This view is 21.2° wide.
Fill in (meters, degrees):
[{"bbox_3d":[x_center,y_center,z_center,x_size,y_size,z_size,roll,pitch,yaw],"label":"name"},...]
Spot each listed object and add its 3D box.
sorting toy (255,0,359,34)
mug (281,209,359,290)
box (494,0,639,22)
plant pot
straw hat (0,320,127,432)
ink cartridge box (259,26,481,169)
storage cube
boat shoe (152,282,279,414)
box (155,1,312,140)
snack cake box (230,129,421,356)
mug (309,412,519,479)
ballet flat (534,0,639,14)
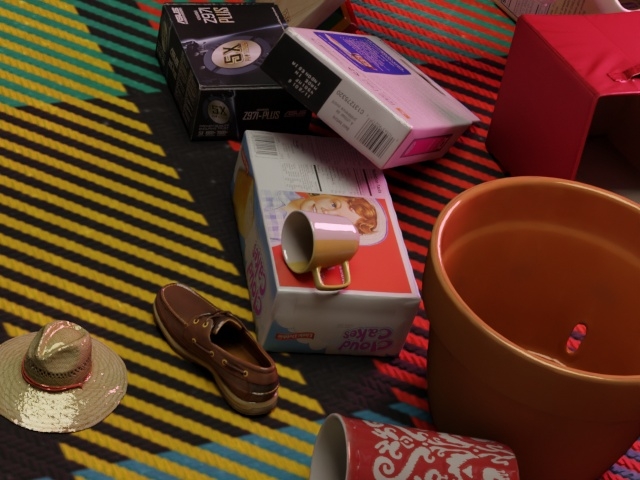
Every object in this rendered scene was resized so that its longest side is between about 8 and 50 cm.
[{"bbox_3d":[0.030,-0.387,2.193,0.089,0.257,0.255,29,32,-39],"label":"sorting toy"},{"bbox_3d":[0.003,0.008,1.698,0.064,0.078,0.062,-2,9,-34],"label":"mug"},{"bbox_3d":[0.398,-0.318,2.311,0.213,0.117,0.243,-14,48,-32],"label":"box"},{"bbox_3d":[0.224,0.105,1.664,0.291,0.203,0.291,9,38,-7],"label":"plant pot"},{"bbox_3d":[-0.248,0.110,1.618,0.144,0.061,0.144,10,39,-8],"label":"straw hat"},{"bbox_3d":[0.068,-0.167,1.962,0.176,0.069,0.371,40,17,10],"label":"ink cartridge box"},{"bbox_3d":[0.331,-0.145,2.005,0.184,0.215,0.193,-6,37,-24],"label":"storage cube"},{"bbox_3d":[-0.099,0.094,1.686,0.064,0.060,0.178,-20,50,-36],"label":"boat shoe"},{"bbox_3d":[-0.102,-0.204,2.036,0.147,0.077,0.180,-3,42,-21],"label":"box"},{"bbox_3d":[0.000,0.000,1.812,0.152,0.089,0.264,5,40,-15],"label":"snack cake box"},{"bbox_3d":[0.083,0.239,1.558,0.169,0.150,0.113,7,2,-17],"label":"mug"},{"bbox_3d":[0.341,-0.352,2.096,0.483,0.164,0.182,12,64,-22],"label":"ballet flat"}]
